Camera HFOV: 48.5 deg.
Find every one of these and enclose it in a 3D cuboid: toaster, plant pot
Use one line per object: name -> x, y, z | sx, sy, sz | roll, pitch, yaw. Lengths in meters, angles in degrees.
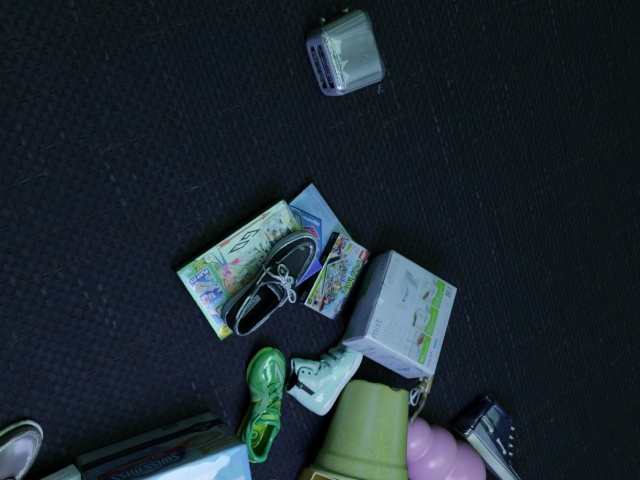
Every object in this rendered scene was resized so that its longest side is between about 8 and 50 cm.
toaster -> 0.063, -0.459, 1.787 | 0.146, 0.129, 0.227 | -27, 111, -20
plant pot -> -0.021, 0.656, 1.916 | 0.081, 0.083, 0.081 | 30, 82, -28
plant pot -> 0.127, 0.508, 1.900 | 0.276, 0.276, 0.254 | 18, 76, -30

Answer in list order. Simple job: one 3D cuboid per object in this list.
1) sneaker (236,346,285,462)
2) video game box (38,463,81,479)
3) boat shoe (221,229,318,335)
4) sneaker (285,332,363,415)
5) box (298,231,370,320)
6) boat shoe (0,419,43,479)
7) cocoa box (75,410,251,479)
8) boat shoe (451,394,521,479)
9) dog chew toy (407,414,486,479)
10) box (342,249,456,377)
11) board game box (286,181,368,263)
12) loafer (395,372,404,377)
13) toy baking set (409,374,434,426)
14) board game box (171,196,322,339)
sneaker -> -0.134, 0.418, 1.797 | 0.109, 0.123, 0.296 | 9, 92, -30
video game box -> -0.609, 0.614, 1.549 | 0.187, 0.048, 0.205 | -18, 122, -37
boat shoe -> -0.108, 0.103, 1.706 | 0.306, 0.105, 0.113 | -42, 115, -12
sneaker -> 0.010, 0.320, 1.882 | 0.151, 0.094, 0.256 | 36, 78, -25
box -> 0.038, 0.094, 1.867 | 0.114, 0.036, 0.207 | 30, 82, -29
boat shoe -> -0.712, 0.526, 1.500 | 0.324, 0.096, 0.117 | -46, 115, -16
cocoa box -> -0.351, 0.582, 1.636 | 0.347, 0.228, 0.232 | -13, 103, -27
boat shoe -> 0.562, 0.633, 2.215 | 0.158, 0.127, 0.340 | -44, 115, -9
dog chew toy -> 0.324, 0.626, 2.050 | 0.332, 0.206, 0.207 | 45, 75, -18
box -> 0.215, 0.199, 1.898 | 0.231, 0.126, 0.262 | 29, 63, -18
board game box -> 0.000, 0.000, 1.870 | 0.145, 0.027, 0.281 | -44, 115, -18
loafer -> 0.258, 0.280, 2.031 | 0.078, 0.076, 0.223 | 31, 77, -24
toy baking set -> 0.287, 0.399, 2.019 | 0.197, 0.030, 0.256 | 38, 66, -66
board game box -> -0.174, 0.068, 1.754 | 0.317, 0.046, 0.214 | -36, 113, -15
